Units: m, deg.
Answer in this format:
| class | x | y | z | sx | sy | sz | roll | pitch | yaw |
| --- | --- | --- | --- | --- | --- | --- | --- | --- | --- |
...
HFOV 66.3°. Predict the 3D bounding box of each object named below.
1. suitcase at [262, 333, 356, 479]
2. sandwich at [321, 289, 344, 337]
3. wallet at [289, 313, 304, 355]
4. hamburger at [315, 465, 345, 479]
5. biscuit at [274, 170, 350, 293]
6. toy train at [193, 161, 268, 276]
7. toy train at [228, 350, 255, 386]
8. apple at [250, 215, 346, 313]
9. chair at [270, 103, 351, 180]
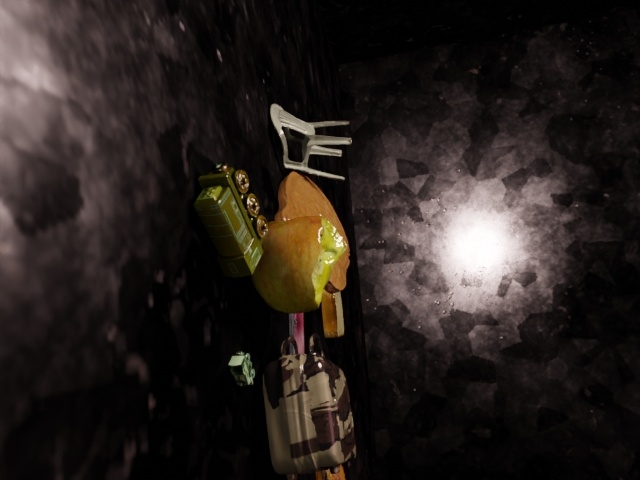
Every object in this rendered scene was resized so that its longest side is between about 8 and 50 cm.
| class | x | y | z | sx | sy | sz | roll | pitch | yaw |
| --- | --- | --- | --- | --- | --- | --- | --- | --- | --- |
| suitcase | -0.033 | 0.410 | 1.245 | 0.351 | 0.193 | 0.340 | 60 | 19 | -67 |
| sandwich | 0.052 | 0.303 | 2.075 | 0.186 | 0.065 | 0.215 | 21 | 63 | -77 |
| wallet | -0.076 | 0.262 | 1.539 | 0.119 | 0.025 | 0.233 | 55 | 31 | -69 |
| hamburger | 0.039 | 0.803 | 1.629 | 0.137 | 0.087 | 0.166 | -6 | 89 | -79 |
| biscuit | -0.011 | -0.036 | 1.625 | 0.385 | 0.062 | 0.365 | 51 | 31 | -30 |
| toy train | -0.183 | -0.044 | 1.008 | 0.137 | 0.090 | 0.226 | -69 | 148 | -46 |
| toy train | -0.166 | 0.277 | 1.039 | 0.053 | 0.033 | 0.083 | -66 | 149 | -60 |
| apple | -0.054 | 0.059 | 1.190 | 0.246 | 0.246 | 0.227 | -3 | 89 | -79 |
| chair | -0.040 | -0.339 | 1.642 | 0.204 | 0.274 | 0.191 | -94 | -167 | -49 |
